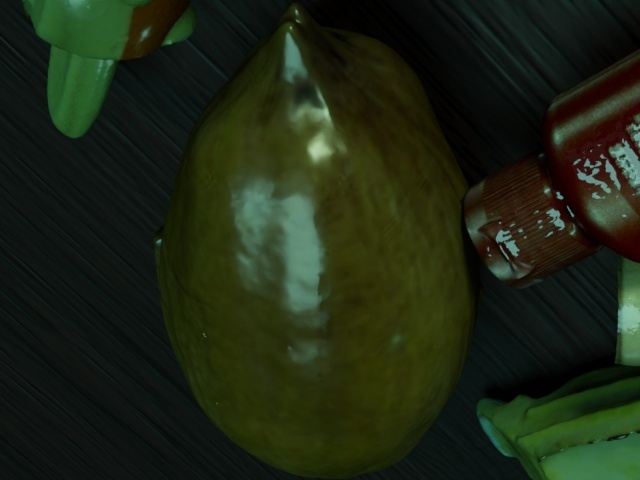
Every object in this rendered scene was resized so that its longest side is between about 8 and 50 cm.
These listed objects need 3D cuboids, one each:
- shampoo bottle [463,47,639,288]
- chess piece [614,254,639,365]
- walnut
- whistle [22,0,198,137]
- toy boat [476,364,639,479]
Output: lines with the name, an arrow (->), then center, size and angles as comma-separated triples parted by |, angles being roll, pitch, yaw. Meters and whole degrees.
shampoo bottle -> 0.220, -0.066, 0.745 | 0.314, 0.076, 0.118 | -30, 115, 34
chess piece -> 0.279, 0.034, 0.838 | 0.200, 0.090, 0.090 | 1, 130, 13
walnut -> 0.000, 0.000, 0.856 | 0.208, 0.209, 0.336 | 12, 135, 17
whistle -> -0.119, -0.174, 0.817 | 0.106, 0.131, 0.288 | -6, 141, -25
toy boat -> 0.230, 0.135, 0.941 | 0.276, 0.084, 0.111 | -14, 123, 34
